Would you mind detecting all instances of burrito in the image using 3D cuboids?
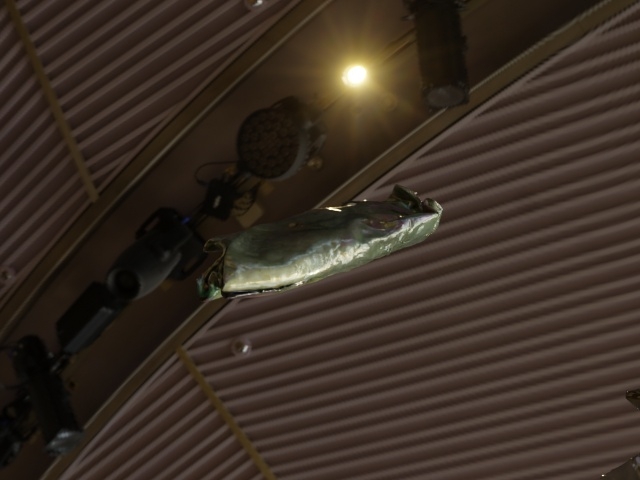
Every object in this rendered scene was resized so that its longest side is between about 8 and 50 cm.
[{"bbox_3d":[0.002,0.003,0.920,0.096,0.309,0.066,23,-58,46],"label":"burrito"}]

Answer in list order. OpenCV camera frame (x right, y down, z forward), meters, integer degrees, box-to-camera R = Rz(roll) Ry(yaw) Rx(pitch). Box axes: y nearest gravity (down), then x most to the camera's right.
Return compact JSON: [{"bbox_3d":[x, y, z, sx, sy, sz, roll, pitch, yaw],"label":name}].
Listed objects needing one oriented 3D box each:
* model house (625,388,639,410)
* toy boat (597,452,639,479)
[{"bbox_3d":[0.482,0.199,1.020,0.248,0.181,0.176,13,-45,-1],"label":"model house"},{"bbox_3d":[0.300,0.184,0.455,0.276,0.111,0.293,-46,-132,13],"label":"toy boat"}]
